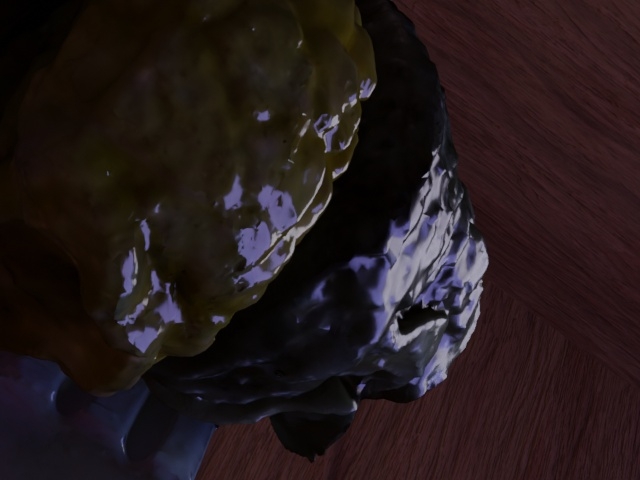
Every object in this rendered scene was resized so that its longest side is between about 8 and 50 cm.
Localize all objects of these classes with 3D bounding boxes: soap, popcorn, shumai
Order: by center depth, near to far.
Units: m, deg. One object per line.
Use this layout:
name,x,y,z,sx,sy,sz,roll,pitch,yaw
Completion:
popcorn,-0.092,-0.037,0.427,0.286,0.174,0.225,-49,-159,12
shumai,0.000,0.000,0.719,0.395,0.348,0.394,-26,-135,30
soap,-0.216,0.088,0.890,0.156,0.261,0.446,-50,-170,26
